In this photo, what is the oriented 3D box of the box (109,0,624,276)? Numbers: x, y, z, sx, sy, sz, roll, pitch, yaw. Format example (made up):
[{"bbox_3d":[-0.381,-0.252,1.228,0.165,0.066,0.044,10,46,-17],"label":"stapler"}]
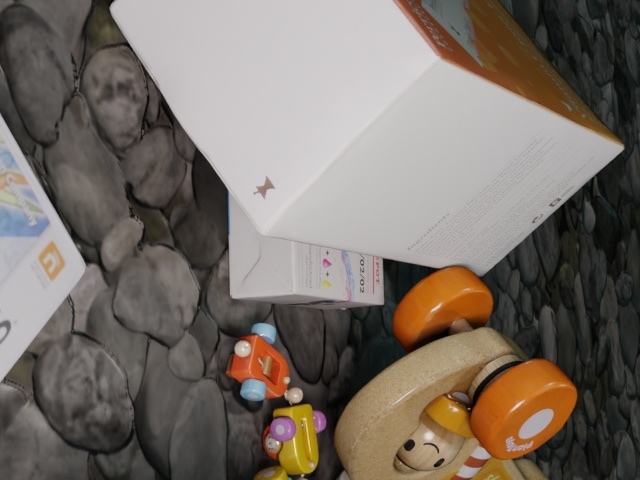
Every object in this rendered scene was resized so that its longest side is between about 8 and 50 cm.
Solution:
[{"bbox_3d":[0.048,-0.117,1.051,0.215,0.168,0.345,55,21,23],"label":"box"}]

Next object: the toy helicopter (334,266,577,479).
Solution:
[{"bbox_3d":[0.111,0.193,1.188,0.140,0.235,0.355,51,1,35],"label":"toy helicopter"}]

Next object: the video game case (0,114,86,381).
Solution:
[{"bbox_3d":[-0.268,-0.021,0.707,0.329,0.036,0.300,65,35,-29],"label":"video game case"}]

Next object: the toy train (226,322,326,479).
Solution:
[{"bbox_3d":[-0.048,0.153,1.049,0.125,0.046,0.166,41,48,-48],"label":"toy train"}]

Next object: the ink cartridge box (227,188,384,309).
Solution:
[{"bbox_3d":[0.000,0.000,1.137,0.181,0.062,0.104,11,76,-59],"label":"ink cartridge box"}]
